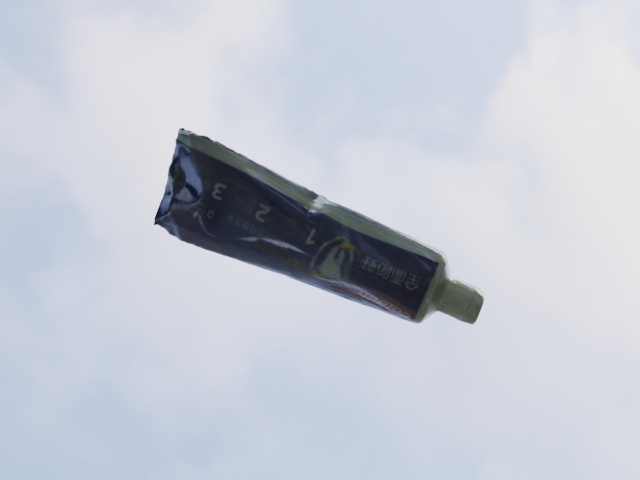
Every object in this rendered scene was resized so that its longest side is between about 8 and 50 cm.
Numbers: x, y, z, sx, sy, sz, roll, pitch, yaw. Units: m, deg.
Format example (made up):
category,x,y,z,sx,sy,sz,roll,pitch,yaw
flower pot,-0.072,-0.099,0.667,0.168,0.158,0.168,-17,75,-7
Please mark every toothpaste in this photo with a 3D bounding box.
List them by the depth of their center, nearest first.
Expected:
category,x,y,z,sx,sy,sz,roll,pitch,yaw
toothpaste,0.000,0.000,0.431,0.083,0.019,0.027,22,-74,6
